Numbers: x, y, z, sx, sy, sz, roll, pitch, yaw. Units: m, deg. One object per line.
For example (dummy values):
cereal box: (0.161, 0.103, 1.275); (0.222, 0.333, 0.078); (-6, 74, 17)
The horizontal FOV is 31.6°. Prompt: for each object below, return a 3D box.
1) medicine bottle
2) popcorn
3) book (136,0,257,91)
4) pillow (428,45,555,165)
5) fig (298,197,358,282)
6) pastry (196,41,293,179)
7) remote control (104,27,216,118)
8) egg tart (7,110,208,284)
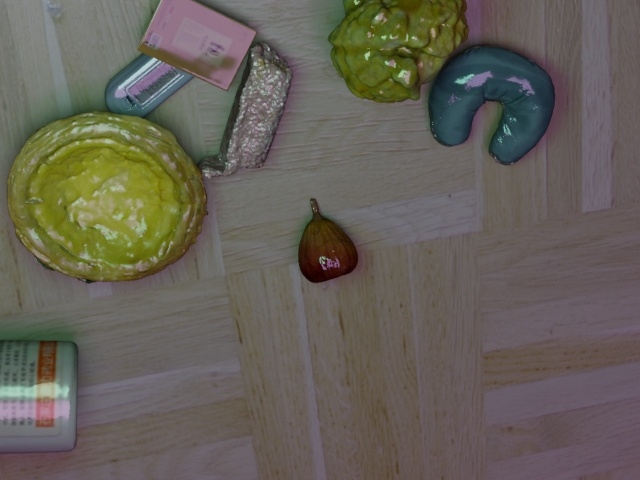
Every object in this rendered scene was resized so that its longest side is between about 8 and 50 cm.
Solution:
medicine bottle: (-0.633, 0.285, 2.066); (0.372, 0.211, 0.211); (2, 116, -12)
popcorn: (0.132, -0.342, 1.885); (0.195, 0.255, 0.256); (34, 112, -22)
book: (-0.207, -0.336, 1.900); (0.172, 0.012, 0.118); (23, 108, -21)
pillow: (0.311, -0.247, 2.060); (0.233, 0.086, 0.214); (13, 118, -15)
fig: (0.003, 0.012, 2.109); (0.119, 0.119, 0.153); (-25, 117, 2)
pastry: (-0.121, -0.211, 1.979); (0.112, 0.103, 0.265); (23, 113, -14)
remote control: (-0.266, -0.295, 1.940); (0.244, 0.047, 0.087); (-38, 114, 6)
egg tart: (-0.371, -0.082, 1.976); (0.345, 0.132, 0.345); (-4, 116, -8)
